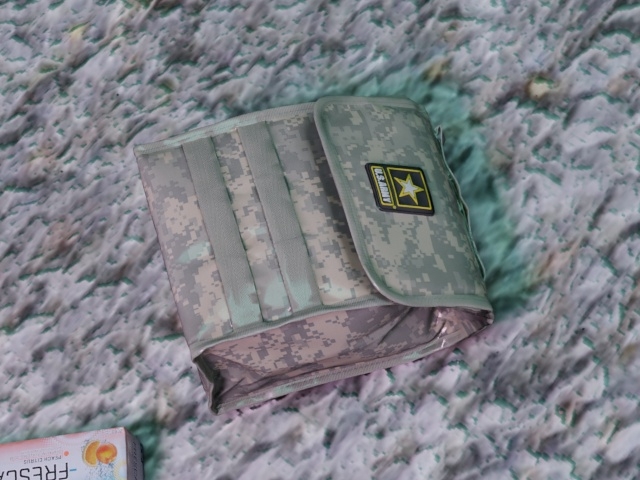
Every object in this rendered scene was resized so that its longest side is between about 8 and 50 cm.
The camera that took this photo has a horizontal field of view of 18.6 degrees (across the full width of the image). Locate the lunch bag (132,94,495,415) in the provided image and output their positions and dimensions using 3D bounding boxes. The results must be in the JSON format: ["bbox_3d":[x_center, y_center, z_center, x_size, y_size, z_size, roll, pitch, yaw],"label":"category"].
[{"bbox_3d":[0.000,0.000,1.792,0.287,0.169,0.235,-16,62,-3],"label":"lunch bag"}]

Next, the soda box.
[{"bbox_3d":[-0.258,0.219,1.809,0.183,0.063,0.058,-8,67,9],"label":"soda box"}]
